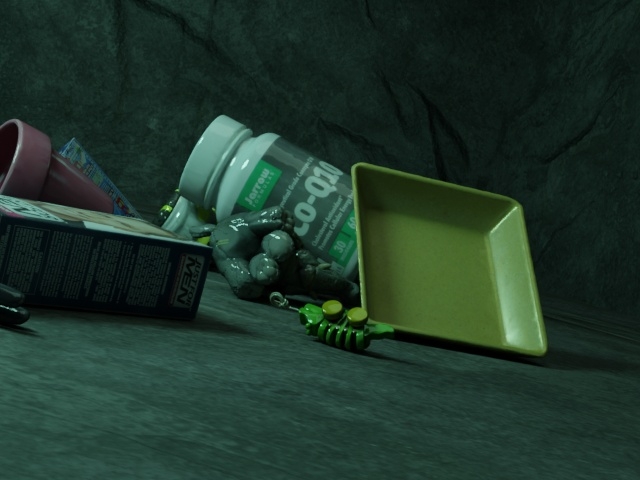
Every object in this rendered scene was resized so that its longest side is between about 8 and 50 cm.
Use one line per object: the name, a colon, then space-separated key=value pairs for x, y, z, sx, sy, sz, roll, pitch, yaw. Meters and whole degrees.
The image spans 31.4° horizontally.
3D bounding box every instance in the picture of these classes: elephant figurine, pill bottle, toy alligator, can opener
elephant figurine: x=-0.069 y=0.042 z=1.923 sx=0.169 sy=0.186 sz=0.239 roll=-31 pitch=-26 yaw=17
pill bottle: x=-0.062 y=-0.070 z=2.078 sx=0.361 sy=0.204 sz=0.204 roll=28 pitch=4 yaw=5
toy alligator: x=0.006 y=0.116 z=1.546 sx=0.190 sy=0.056 sz=0.051 roll=14 pitch=44 yaw=21
can opener: x=-0.384 y=0.050 z=1.173 sx=0.186 sy=0.073 sz=0.059 roll=16 pitch=-35 yaw=8

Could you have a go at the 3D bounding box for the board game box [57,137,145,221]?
board game box: x=-0.380 y=-0.041 z=1.813 sx=0.194 sy=0.060 sz=0.194 roll=42 pitch=-48 yaw=-19

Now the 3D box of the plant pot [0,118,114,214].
plant pot: x=-0.410 y=-0.048 z=1.653 sx=0.180 sy=0.201 sz=0.201 roll=29 pitch=-6 yaw=-32

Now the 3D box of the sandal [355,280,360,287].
sandal: x=0.050 y=0.049 z=2.375 sx=0.446 sy=0.107 sz=0.167 roll=13 pitch=2 yaw=20

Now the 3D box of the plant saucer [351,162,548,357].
plant saucer: x=0.198 y=0.049 z=1.907 sx=0.333 sy=0.332 sz=0.081 roll=12 pitch=-40 yaw=-19

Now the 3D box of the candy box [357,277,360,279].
candy box: x=0.000 y=0.000 z=2.299 sx=0.196 sy=0.070 sz=0.164 roll=1 pitch=40 yaw=16

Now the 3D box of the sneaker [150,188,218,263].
sneaker: x=-0.243 y=-0.007 z=2.292 sx=0.147 sy=0.145 sz=0.385 roll=37 pitch=5 yaw=2

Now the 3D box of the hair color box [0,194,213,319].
hair color box: x=-0.324 y=0.015 z=1.403 sx=0.347 sy=0.105 sz=0.174 roll=11 pitch=6 yaw=-46
